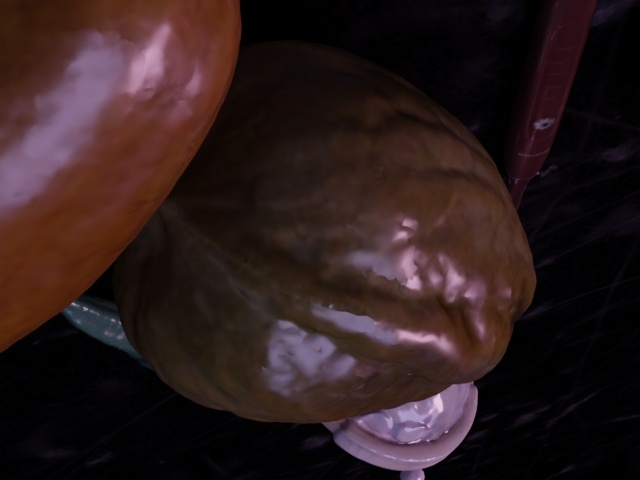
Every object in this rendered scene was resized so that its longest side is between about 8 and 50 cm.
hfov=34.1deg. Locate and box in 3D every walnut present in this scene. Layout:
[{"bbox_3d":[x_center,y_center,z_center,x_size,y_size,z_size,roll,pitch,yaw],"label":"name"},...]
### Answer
[{"bbox_3d":[-0.151,-0.067,0.447,0.336,0.209,0.209,-34,152,21],"label":"walnut"},{"bbox_3d":[0.000,0.000,0.658,0.283,0.283,0.227,15,105,-51],"label":"walnut"}]

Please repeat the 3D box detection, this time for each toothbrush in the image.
[{"bbox_3d":[0.168,-0.090,0.830,0.041,0.041,0.364,-18,153,-9],"label":"toothbrush"}]

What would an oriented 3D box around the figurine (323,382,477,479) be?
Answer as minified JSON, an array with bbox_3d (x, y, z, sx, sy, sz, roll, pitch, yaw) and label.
[{"bbox_3d":[0.050,0.077,0.842,0.162,0.236,0.141,-2,154,-31],"label":"figurine"}]

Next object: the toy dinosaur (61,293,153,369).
[{"bbox_3d":[-0.112,0.079,0.856,0.120,0.079,0.292,12,174,29],"label":"toy dinosaur"}]
